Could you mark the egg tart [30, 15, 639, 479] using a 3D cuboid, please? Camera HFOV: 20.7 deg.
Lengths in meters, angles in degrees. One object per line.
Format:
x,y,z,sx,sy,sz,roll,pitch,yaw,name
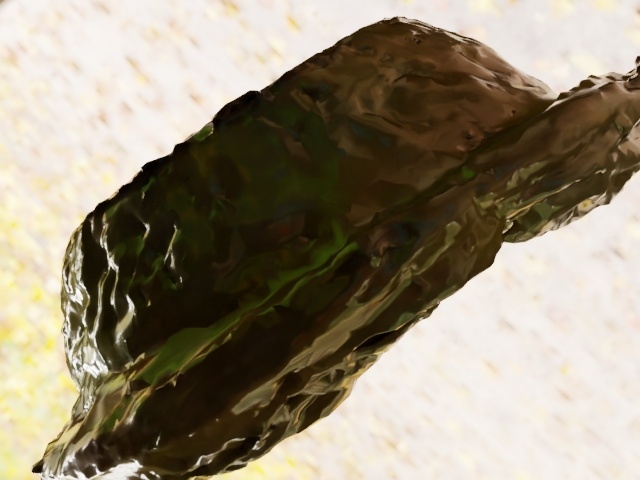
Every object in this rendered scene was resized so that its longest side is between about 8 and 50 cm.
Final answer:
0.000,0.000,0.682,0.118,0.288,0.288,58,158,2,egg tart
